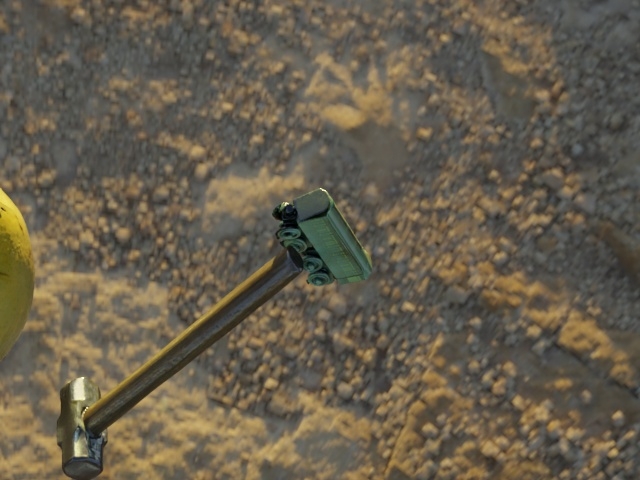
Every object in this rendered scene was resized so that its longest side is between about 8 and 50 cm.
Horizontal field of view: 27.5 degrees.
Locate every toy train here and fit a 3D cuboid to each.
[{"bbox_3d":[0.000,0.000,1.346,0.071,0.148,0.038,-16,55,14],"label":"toy train"}]

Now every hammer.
[{"bbox_3d":[-0.151,0.119,1.375,0.043,0.365,0.111,31,32,-36],"label":"hammer"}]

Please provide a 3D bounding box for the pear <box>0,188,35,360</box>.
[{"bbox_3d":[-0.541,0.040,1.717,0.348,0.348,0.348,5,61,-10],"label":"pear"}]
